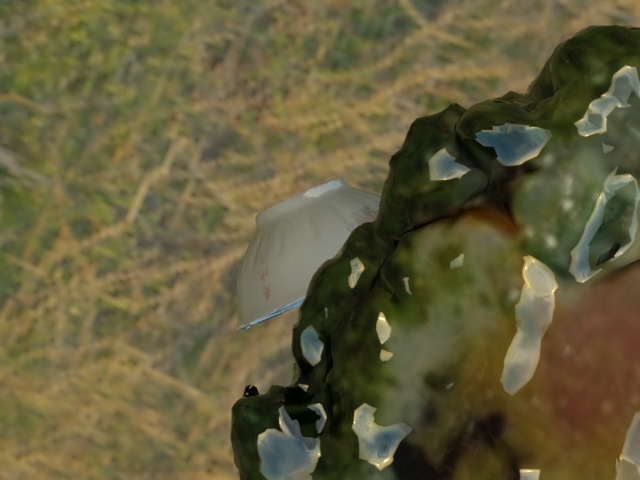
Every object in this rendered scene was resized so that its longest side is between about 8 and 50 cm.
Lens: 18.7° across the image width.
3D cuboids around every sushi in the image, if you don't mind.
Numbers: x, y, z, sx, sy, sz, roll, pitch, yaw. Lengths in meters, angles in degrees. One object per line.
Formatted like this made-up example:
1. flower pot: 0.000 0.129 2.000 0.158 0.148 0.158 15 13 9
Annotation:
1. sushi: 0.175 0.068 0.648 0.178 0.352 0.294 -1 124 -61

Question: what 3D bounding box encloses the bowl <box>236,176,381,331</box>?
1. bowl: 0.000 0.000 1.628 0.189 0.189 0.086 -22 87 -56
